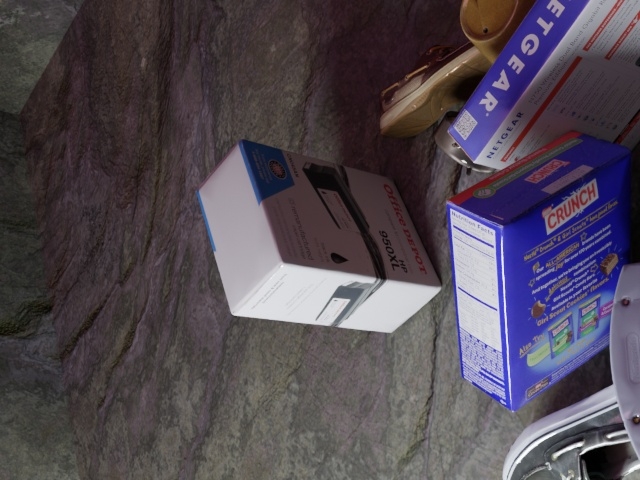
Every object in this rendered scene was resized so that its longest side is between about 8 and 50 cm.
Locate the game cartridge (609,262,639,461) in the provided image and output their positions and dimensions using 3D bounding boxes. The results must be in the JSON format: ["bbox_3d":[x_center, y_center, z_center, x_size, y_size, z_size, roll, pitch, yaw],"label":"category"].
[{"bbox_3d":[0.499,0.162,1.286,0.196,0.060,0.294,-7,61,22],"label":"game cartridge"}]

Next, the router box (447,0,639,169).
[{"bbox_3d":[0.398,-0.241,1.385,0.335,0.301,0.082,-56,44,27],"label":"router box"}]

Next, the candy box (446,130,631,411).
[{"bbox_3d":[0.321,0.041,1.357,0.122,0.268,0.317,30,138,46],"label":"candy box"}]

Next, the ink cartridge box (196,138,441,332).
[{"bbox_3d":[0.000,0.000,1.762,0.166,0.395,0.285,-45,51,34],"label":"ink cartridge box"}]

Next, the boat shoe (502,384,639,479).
[{"bbox_3d":[0.394,0.318,1.399,0.335,0.121,0.119,-49,25,38],"label":"boat shoe"}]

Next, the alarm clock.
[{"bbox_3d":[0.266,-0.182,1.690,0.064,0.129,0.192,-59,15,29],"label":"alarm clock"}]

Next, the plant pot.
[{"bbox_3d":[0.350,-0.341,1.503,0.237,0.254,0.237,-12,74,51],"label":"plant pot"}]

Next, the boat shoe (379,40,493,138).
[{"bbox_3d":[0.224,-0.316,1.766,0.342,0.123,0.123,-35,58,50],"label":"boat shoe"}]
